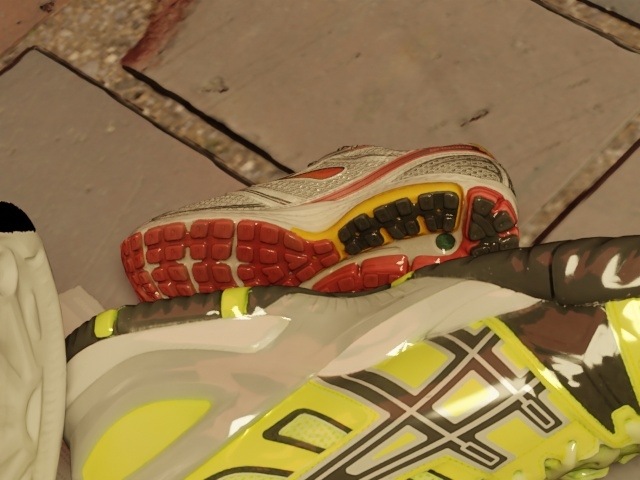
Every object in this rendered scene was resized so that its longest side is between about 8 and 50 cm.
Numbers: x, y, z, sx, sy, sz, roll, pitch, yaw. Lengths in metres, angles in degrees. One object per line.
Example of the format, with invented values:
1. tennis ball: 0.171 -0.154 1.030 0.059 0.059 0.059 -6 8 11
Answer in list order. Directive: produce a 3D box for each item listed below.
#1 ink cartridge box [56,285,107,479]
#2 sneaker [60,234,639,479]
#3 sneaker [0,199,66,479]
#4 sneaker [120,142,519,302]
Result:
1. ink cartridge box: -0.169 0.111 0.947 0.179 0.045 0.145 -27 45 -27
2. sneaker: 0.067 0.090 0.826 0.385 0.145 0.147 -10 74 12
3. sneaker: -0.255 0.133 0.809 0.236 0.130 0.323 6 93 20
4. sneaker: 0.000 0.000 0.950 0.225 0.088 0.093 -8 29 14
